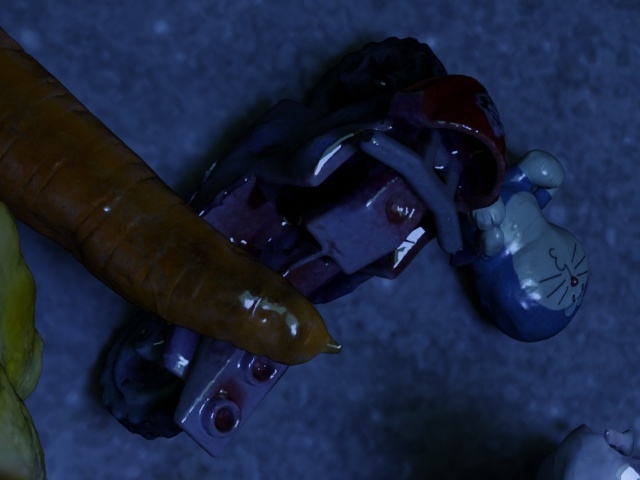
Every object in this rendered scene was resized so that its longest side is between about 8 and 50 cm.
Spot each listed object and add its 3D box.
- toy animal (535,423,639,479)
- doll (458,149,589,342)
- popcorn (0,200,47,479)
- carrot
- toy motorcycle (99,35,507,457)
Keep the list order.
[{"bbox_3d":[0.093,0.213,0.581,0.174,0.249,0.289,41,109,16],"label":"toy animal"},{"bbox_3d":[0.096,0.004,0.670,0.076,0.050,0.083,-36,102,-41],"label":"doll"},{"bbox_3d":[-0.179,0.058,0.456,0.226,0.203,0.200,-35,108,-32],"label":"popcorn"},{"bbox_3d":[-0.096,-0.027,0.531,0.248,0.059,0.059,39,70,10],"label":"carrot"},{"bbox_3d":[0.001,0.001,0.588,0.082,0.122,0.213,47,70,-30],"label":"toy motorcycle"}]
